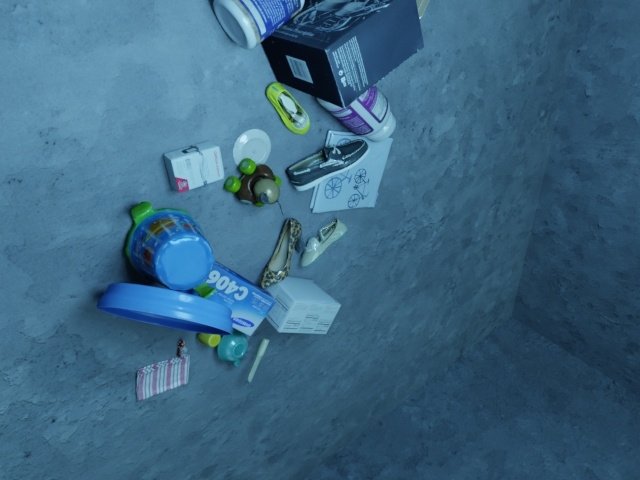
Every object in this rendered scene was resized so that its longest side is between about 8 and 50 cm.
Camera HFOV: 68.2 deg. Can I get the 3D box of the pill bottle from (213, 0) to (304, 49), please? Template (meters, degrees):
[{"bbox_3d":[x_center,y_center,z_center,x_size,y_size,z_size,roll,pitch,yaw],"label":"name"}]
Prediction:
[{"bbox_3d":[-0.139,-0.647,1.256,0.265,0.153,0.153,-43,137,-11],"label":"pill bottle"}]

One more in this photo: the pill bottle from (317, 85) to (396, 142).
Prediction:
[{"bbox_3d":[0.133,-0.461,1.617,0.302,0.169,0.169,29,96,-48],"label":"pill bottle"}]

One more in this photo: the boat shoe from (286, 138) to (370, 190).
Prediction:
[{"bbox_3d":[0.028,-0.281,1.648,0.303,0.114,0.091,-32,126,-2],"label":"boat shoe"}]

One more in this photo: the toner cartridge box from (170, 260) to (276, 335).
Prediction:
[{"bbox_3d":[-0.335,0.191,1.657,0.348,0.075,0.165,36,92,-37],"label":"toner cartridge box"}]

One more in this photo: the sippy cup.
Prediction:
[{"bbox_3d":[-0.422,0.038,1.374,0.306,0.224,0.239,19,93,-35],"label":"sippy cup"}]

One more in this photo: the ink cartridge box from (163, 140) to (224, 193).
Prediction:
[{"bbox_3d":[-0.373,-0.220,1.402,0.151,0.063,0.109,-25,131,-29],"label":"ink cartridge box"}]

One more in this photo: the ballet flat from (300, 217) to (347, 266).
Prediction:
[{"bbox_3d":[0.000,0.000,1.884,0.248,0.086,0.086,-42,137,-18],"label":"ballet flat"}]

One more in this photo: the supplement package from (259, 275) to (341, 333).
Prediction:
[{"bbox_3d":[-0.093,0.250,1.867,0.262,0.204,0.145,15,107,-46],"label":"supplement package"}]

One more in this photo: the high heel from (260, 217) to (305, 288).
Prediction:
[{"bbox_3d":[-0.156,0.042,1.743,0.261,0.093,0.186,-50,148,-28],"label":"high heel"}]

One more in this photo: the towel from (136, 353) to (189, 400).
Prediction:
[{"bbox_3d":[-0.575,0.506,1.738,0.197,0.029,0.144,-11,125,-37],"label":"towel"}]

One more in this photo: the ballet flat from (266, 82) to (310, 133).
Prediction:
[{"bbox_3d":[-0.090,-0.411,1.517,0.077,0.077,0.231,-51,139,-4],"label":"ballet flat"}]

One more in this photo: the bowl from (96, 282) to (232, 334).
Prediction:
[{"bbox_3d":[-0.451,0.208,1.410,0.391,0.392,0.077,30,64,-48],"label":"bowl"}]

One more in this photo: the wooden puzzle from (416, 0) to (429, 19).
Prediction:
[{"bbox_3d":[0.296,-0.890,1.572,0.239,0.044,0.220,11,110,-41],"label":"wooden puzzle"}]

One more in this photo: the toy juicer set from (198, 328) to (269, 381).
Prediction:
[{"bbox_3d":[-0.317,0.387,1.857,0.209,0.090,0.329,-52,132,-21],"label":"toy juicer set"}]

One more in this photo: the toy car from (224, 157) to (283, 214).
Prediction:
[{"bbox_3d":[-0.187,-0.147,1.515,0.149,0.188,0.155,-48,139,11],"label":"toy car"}]

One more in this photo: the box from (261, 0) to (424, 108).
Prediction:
[{"bbox_3d":[0.052,-0.571,1.338,0.313,0.343,0.178,-40,136,-15],"label":"box"}]

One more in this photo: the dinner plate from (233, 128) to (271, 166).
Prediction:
[{"bbox_3d":[-0.218,-0.291,1.531,0.141,0.017,0.141,-22,131,-28],"label":"dinner plate"}]

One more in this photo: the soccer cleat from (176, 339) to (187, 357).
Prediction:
[{"bbox_3d":[-0.504,0.394,1.729,0.036,0.029,0.083,-14,129,-46],"label":"soccer cleat"}]

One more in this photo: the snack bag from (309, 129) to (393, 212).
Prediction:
[{"bbox_3d":[0.128,-0.268,1.842,0.343,0.037,0.322,-8,123,-38],"label":"snack bag"}]
